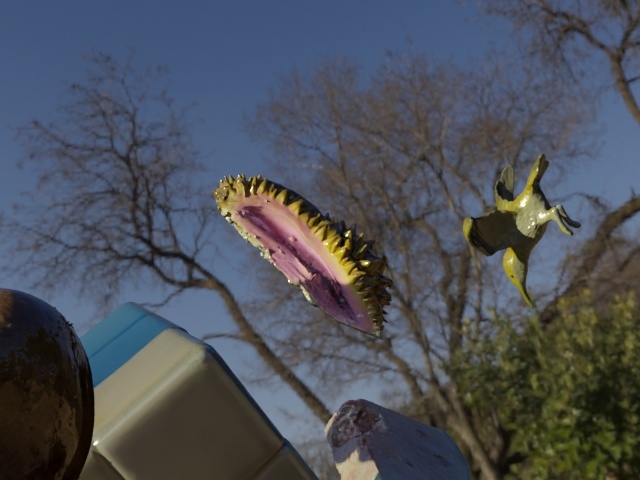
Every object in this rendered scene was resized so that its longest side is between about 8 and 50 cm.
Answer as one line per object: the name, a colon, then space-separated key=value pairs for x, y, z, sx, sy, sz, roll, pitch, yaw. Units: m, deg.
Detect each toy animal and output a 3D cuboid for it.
toy animal: x=0.230 y=-0.007 z=0.936 sx=0.095 sy=0.155 sz=0.219 roll=-25 pitch=0 yaw=30

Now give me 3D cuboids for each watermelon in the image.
watermelon: x=0.086 y=0.343 z=1.253 sx=0.148 sy=0.226 sz=0.318 roll=-54 pitch=-17 yaw=12

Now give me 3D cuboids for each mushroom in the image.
mushroom: x=-0.160 y=0.085 z=0.427 sx=0.087 sy=0.127 sz=0.127 roll=-5 pitch=-22 yaw=-2

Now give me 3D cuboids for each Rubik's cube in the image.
Rubik's cube: x=-0.181 y=0.303 z=0.802 sx=0.347 sy=0.344 sz=0.346 roll=-41 pitch=17 yaw=-17

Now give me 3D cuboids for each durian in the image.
durian: x=-0.001 y=0.000 z=1.287 sx=0.112 sy=0.341 sz=0.191 roll=-53 pitch=-10 yaw=22
